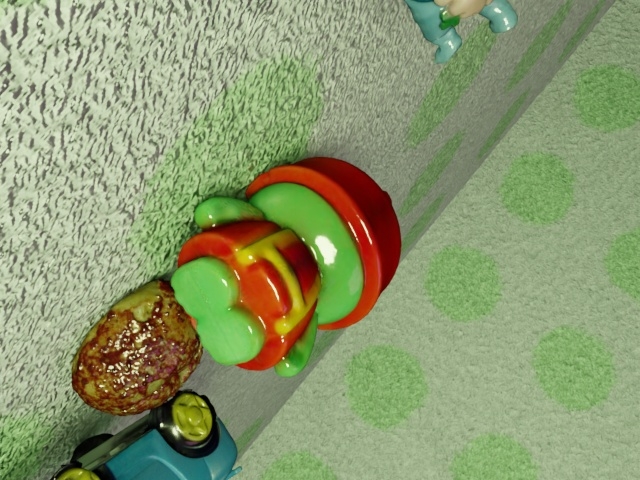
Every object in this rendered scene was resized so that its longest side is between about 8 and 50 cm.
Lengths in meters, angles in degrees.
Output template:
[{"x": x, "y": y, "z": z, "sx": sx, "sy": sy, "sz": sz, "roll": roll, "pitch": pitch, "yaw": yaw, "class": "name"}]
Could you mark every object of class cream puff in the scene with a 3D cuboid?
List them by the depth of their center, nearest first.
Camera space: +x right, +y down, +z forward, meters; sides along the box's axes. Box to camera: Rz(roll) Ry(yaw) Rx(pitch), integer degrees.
[{"x": -0.166, "y": 0.108, "z": 0.616, "sx": 0.149, "sy": 0.084, "sz": 0.149, "roll": -50, "pitch": 168, "yaw": -14, "class": "cream puff"}]

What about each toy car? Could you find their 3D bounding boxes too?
[{"x": -0.214, "y": 0.282, "z": 0.627, "sx": 0.198, "sy": 0.166, "sz": 0.314, "roll": -35, "pitch": 175, "yaw": 27, "class": "toy car"}]

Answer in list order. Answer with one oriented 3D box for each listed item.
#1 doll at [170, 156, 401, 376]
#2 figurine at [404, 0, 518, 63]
[{"x": -0.001, "y": 0.000, "z": 0.676, "sx": 0.160, "sy": 0.183, "sz": 0.363, "roll": -30, "pitch": -177, "yaw": 30, "class": "doll"}, {"x": 0.062, "y": -0.215, "z": 0.442, "sx": 0.114, "sy": 0.178, "sz": 0.144, "roll": -35, "pitch": -153, "yaw": 3, "class": "figurine"}]
